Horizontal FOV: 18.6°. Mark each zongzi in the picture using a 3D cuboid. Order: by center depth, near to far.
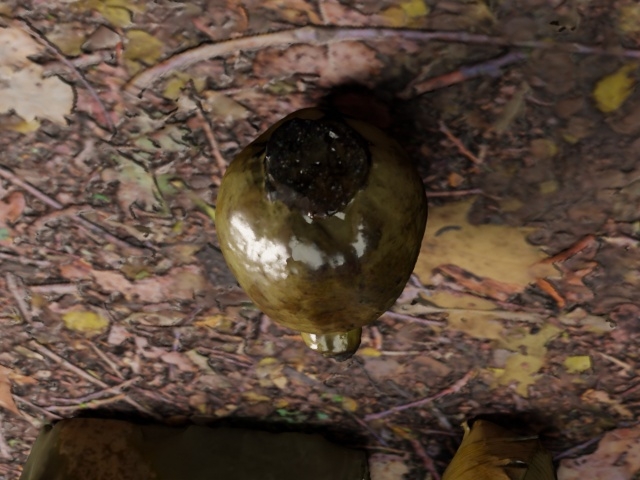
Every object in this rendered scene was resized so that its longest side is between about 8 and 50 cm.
[{"bbox_3d":[0.117,0.263,1.541,0.099,0.197,0.194,18,147,16],"label":"zongzi"}]

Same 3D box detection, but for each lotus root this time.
[{"bbox_3d":[0.000,0.000,1.294,0.138,0.138,0.214,7,141,3],"label":"lotus root"}]

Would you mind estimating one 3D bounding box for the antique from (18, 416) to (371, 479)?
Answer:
[{"bbox_3d":[-0.108,0.226,1.601,0.284,0.150,0.125,9,143,14],"label":"antique"}]
